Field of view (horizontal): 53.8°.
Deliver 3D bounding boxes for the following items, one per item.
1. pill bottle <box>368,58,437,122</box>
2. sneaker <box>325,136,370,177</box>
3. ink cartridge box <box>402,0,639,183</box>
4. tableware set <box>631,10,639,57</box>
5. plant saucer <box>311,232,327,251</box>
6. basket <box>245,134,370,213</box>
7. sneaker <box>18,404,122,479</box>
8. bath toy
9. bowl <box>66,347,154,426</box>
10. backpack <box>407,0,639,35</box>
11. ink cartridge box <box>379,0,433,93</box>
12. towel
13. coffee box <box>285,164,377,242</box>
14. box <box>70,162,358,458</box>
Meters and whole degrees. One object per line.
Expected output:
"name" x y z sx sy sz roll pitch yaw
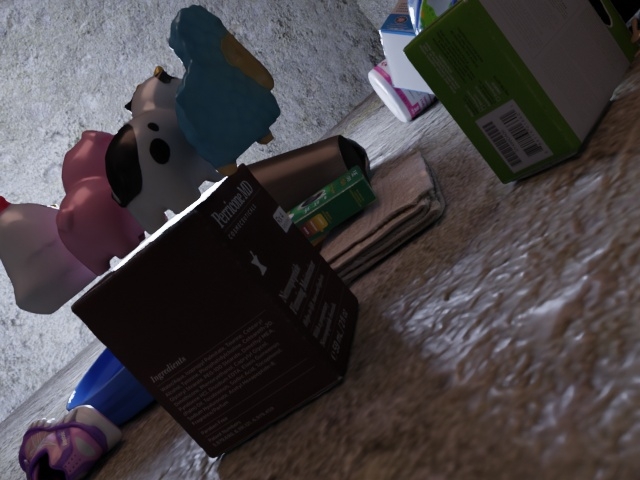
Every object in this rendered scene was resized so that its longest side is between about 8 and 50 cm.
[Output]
"pill bottle" 0.273 -0.438 1.558 0.283 0.160 0.160 -39 11 5
"sneaker" -0.003 -0.111 1.294 0.295 0.124 0.178 -43 2 -25
"ink cartridge box" 0.238 -0.214 0.706 0.255 0.189 0.097 -46 11 -36
"tableware set" 0.364 -0.217 0.635 0.104 0.024 0.154 -54 14 48
"plant saucer" 0.000 0.000 1.087 0.083 0.015 0.083 -38 10 8
"basket" -0.033 -0.085 1.157 0.227 0.204 0.154 -25 -2 19
"sneaker" -0.393 0.320 0.923 0.236 0.095 0.104 -30 22 38
"bath toy" -0.194 -0.057 0.588 0.348 0.129 0.151 -33 13 31
"bowl" -0.275 0.161 1.108 0.391 0.077 0.391 -42 14 13
"backpack" 0.295 -0.351 0.863 0.273 0.290 0.355 18 68 40
"ink cartridge box" 0.264 -0.456 1.354 0.171 0.168 0.233 17 64 29
"towel" 0.081 -0.038 0.887 0.187 0.049 0.282 -36 11 14
"coffee box" -0.008 -0.034 0.899 0.184 0.040 0.113 -34 13 6
"box" -0.092 0.065 0.636 0.167 0.203 0.168 -35 12 19
